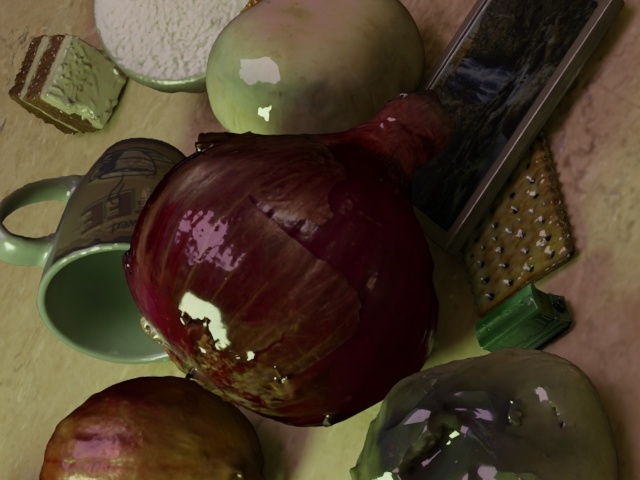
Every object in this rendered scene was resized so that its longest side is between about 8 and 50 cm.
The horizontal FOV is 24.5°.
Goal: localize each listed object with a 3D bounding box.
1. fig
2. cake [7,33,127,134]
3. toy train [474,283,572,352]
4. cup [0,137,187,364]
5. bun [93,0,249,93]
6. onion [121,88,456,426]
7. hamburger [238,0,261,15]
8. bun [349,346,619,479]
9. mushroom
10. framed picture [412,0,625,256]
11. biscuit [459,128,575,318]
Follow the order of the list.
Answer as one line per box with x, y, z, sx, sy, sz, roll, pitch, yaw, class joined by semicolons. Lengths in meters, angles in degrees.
-0.192;0.260;1.692;0.263;0.224;0.224;-27;44;10;fig
-0.400;-0.254;2.370;0.147;0.135;0.134;-7;60;51;cake
0.195;0.082;1.432;0.093;0.056;0.038;-40;42;32;toy train
-0.280;-0.010;1.927;0.257;0.301;0.227;-92;23;-47;cup
-0.178;-0.329;2.113;0.263;0.175;0.263;-2;84;14;bun
0.000;0.000;1.520;0.385;0.348;0.348;-49;35;-2;onion
-0.039;-0.300;1.913;0.210;0.116;0.173;-45;4;24;hamburger
0.138;0.219;1.326;0.273;0.168;0.273;-23;53;34;bun
-0.003;-0.181;1.752;0.260;0.234;0.254;-8;45;-2;mushroom
0.180;-0.159;1.625;0.324;0.020;0.240;-56;29;8;framed picture
0.195;-0.026;1.539;0.144;0.016;0.203;-40;40;31;biscuit
